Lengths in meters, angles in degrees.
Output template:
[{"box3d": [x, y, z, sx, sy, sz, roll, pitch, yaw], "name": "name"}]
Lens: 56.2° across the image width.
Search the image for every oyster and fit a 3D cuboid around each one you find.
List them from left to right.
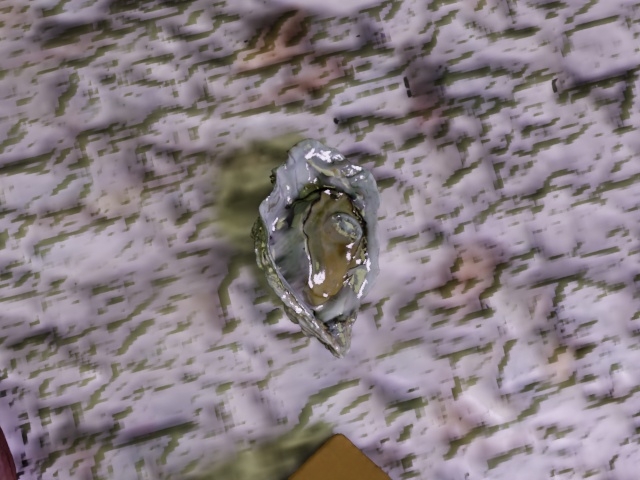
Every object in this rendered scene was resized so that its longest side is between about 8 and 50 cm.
[{"box3d": [0.001, 0.000, 0.343, 0.098, 0.037, 0.100, 41, 64, -17], "name": "oyster"}]

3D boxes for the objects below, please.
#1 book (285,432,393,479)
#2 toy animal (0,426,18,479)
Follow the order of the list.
[{"box3d": [-0.036, 0.283, 0.195, 0.388, 0.032, 0.269, -36, 59, -26], "name": "book"}, {"box3d": [-0.198, 0.208, 0.287, 0.195, 0.090, 0.324, -37, 79, 2], "name": "toy animal"}]
